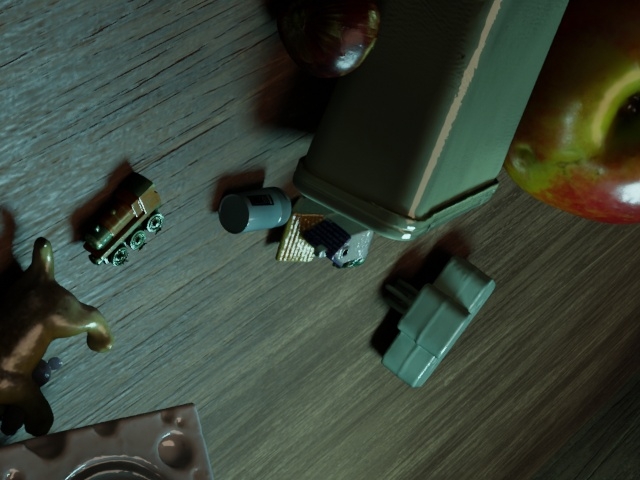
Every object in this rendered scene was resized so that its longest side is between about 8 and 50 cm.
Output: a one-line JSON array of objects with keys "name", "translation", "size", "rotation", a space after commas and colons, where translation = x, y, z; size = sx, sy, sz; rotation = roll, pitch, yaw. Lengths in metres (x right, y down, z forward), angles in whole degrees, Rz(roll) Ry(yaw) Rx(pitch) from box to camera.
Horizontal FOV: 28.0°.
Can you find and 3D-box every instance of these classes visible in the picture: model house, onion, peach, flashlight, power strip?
[{"name": "model house", "translation": [0.000, 0.000, 1.708], "size": [0.100, 0.100, 0.088], "rotation": [-21, 140, -47]}, {"name": "onion", "translation": [0.010, -0.234, 1.420], "size": [0.118, 0.117, 0.119], "rotation": [3, 85, -37]}, {"name": "peach", "translation": [0.438, -0.202, 1.927], "size": [0.388, 0.388, 0.388], "rotation": [-40, 151, -28]}, {"name": "flashlight", "translation": [-0.330, 0.169, 1.431], "size": [0.052, 0.031, 0.110], "rotation": [13, 116, -37]}, {"name": "power strip", "translation": [0.179, 0.125, 2.172], "size": [0.229, 0.141, 0.261], "rotation": [-55, 168, 1]}]

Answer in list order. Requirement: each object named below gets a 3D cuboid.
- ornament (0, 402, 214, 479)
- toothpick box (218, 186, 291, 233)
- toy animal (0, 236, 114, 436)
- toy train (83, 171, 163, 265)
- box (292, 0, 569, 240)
[{"name": "ornament", "translation": [-0.257, 0.321, 1.331], "size": [0.239, 0.239, 0.239], "rotation": [-8, 170, -38]}, {"name": "toothpick box", "translation": [-0.080, -0.037, 1.581], "size": [0.083, 0.052, 0.052], "rotation": [-13, 132, -53]}, {"name": "toy animal", "translation": [-0.324, 0.124, 1.296], "size": [0.233, 0.121, 0.169], "rotation": [-49, 143, -19]}, {"name": "toy train", "translation": [-0.214, -0.019, 1.388], "size": [0.103, 0.044, 0.064], "rotation": [-47, 150, -21]}, {"name": "box", "translation": [0.158, -0.206, 1.602], "size": [0.352, 0.177, 0.344], "rotation": [-22, 138, -63]}]
